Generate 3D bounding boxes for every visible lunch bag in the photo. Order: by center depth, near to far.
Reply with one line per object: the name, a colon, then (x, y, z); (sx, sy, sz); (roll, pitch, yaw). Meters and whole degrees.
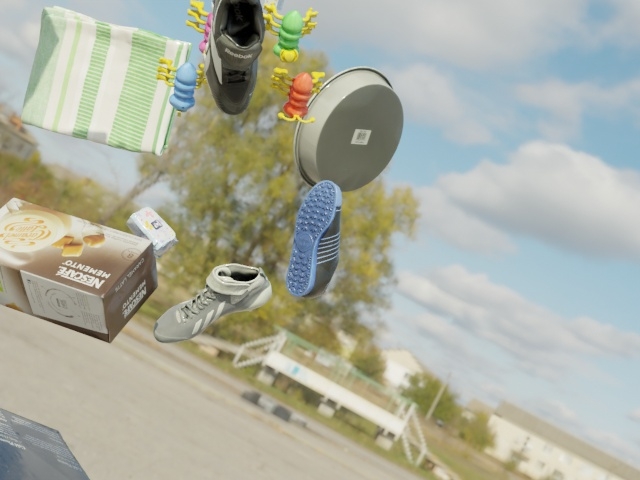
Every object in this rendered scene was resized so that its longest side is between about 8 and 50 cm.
lunch bag: (-0.266, -0.013, 1.503); (0.071, 0.053, 0.083); (48, -1, 5)

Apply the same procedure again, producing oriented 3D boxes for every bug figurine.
bug figurine: (-0.118, -0.280, 1.525); (0.279, 0.216, 0.072); (2, 42, -13)

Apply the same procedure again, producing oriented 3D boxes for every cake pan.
cake pan: (0.071, -0.231, 2.067); (0.054, 0.293, 0.293); (36, -1, 40)

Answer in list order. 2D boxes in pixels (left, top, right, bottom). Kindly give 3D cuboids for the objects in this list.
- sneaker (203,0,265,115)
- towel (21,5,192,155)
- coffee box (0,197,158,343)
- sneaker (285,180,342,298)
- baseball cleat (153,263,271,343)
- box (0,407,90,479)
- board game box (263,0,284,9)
sneaker: (-0.122, -0.270, 1.348); (0.078, 0.234, 0.106); (-1, 36, -12)
towel: (-0.432, -0.316, 1.897); (0.325, 0.247, 0.038); (16, 7, 13)
coffee box: (-0.384, 0.041, 1.403); (0.247, 0.141, 0.098); (17, -48, 16)
sneaker: (0.000, 0.000, 1.843); (0.081, 0.232, 0.090); (20, 6, 32)
baseball cleat: (-0.183, 0.092, 1.516); (0.109, 0.206, 0.072); (70, -6, -51)
box: (-0.578, 0.459, 1.718); (0.312, 0.179, 0.343); (38, -2, 40)
board game box: (-0.072, -0.530, 1.863); (0.026, 0.154, 0.103); (18, 12, 0)
